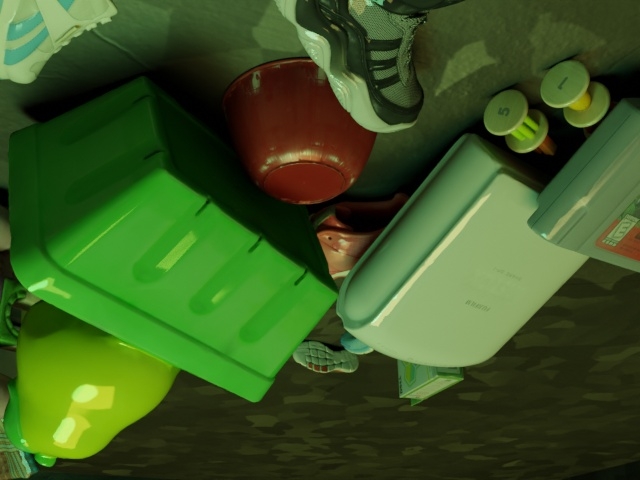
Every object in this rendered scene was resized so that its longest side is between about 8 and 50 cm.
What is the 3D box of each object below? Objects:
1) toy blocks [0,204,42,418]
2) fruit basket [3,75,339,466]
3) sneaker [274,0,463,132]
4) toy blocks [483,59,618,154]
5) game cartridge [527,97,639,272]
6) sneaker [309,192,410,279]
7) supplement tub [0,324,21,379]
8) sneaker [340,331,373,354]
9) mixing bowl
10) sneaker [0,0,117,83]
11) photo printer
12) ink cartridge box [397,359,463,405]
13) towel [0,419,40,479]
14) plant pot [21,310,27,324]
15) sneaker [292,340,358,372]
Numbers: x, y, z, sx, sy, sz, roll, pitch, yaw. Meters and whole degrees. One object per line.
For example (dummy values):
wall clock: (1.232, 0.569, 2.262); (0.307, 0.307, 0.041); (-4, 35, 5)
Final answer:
toy blocks: (-0.405, 0.083, 0.980); (0.309, 0.288, 0.260); (-7, 159, 22)
fruit basket: (-0.211, 0.060, 0.892); (0.392, 0.283, 0.392); (-11, 136, -11)
sneaker: (0.072, -0.190, 0.679); (0.153, 0.101, 0.268); (-12, 149, 24)
toy blocks: (0.270, -0.127, 0.875); (0.123, 0.054, 0.148); (-24, 146, 36)
game cartridge: (0.390, -0.056, 0.911); (0.294, 0.060, 0.196); (13, 120, -39)
sneaker: (0.000, -0.001, 1.081); (0.314, 0.115, 0.136); (-14, 142, 8)
supplement tub: (-0.678, 0.274, 1.464); (0.316, 0.193, 0.193); (-14, 151, 24)
sneaker: (0.093, 0.153, 1.440); (0.073, 0.063, 0.162); (38, 132, -27)
mixing bowl: (-0.019, -0.102, 0.858); (0.182, 0.098, 0.181); (-1, 153, 0)
sneaker: (-0.221, -0.201, 0.662); (0.092, 0.087, 0.229); (10, 153, -26)
photo printer: (0.184, 0.037, 1.008); (0.256, 0.107, 0.307); (21, 118, -37)
ink cartridge box: (0.200, 0.247, 1.559); (0.062, 0.109, 0.209); (9, 152, -19)
towel: (-0.649, 0.251, 1.315); (0.272, 0.370, 0.040); (-16, -166, 25)
plant pot: (-0.456, 0.143, 1.337); (0.081, 0.083, 0.081); (-24, 145, 38)
sneaker: (0.001, 0.245, 1.602); (0.158, 0.061, 0.065); (18, 154, -33)
